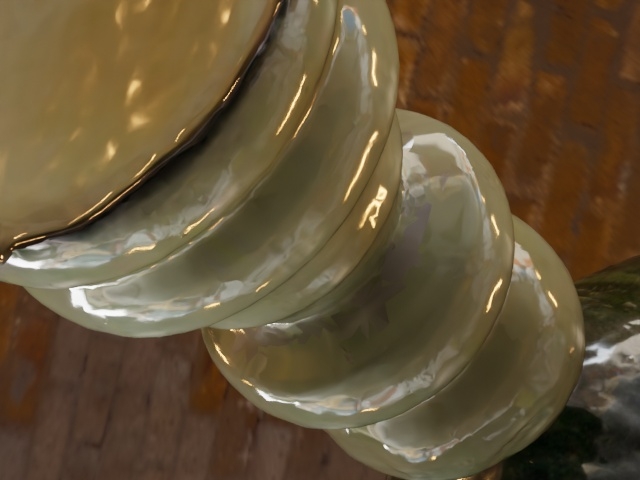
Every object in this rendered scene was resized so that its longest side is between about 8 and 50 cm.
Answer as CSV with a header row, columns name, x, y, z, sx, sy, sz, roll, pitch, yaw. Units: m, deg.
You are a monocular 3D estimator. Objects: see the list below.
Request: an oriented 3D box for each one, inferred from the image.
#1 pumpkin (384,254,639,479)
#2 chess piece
name,x,y,z,sx,sy,sz,roll,pitch,yaw
pumpkin,0.170,0.140,0.738,0.300,0.207,0.300,8,-120,-15
chess piece,0.000,0.000,0.567,0.133,0.133,0.243,-41,-43,7
